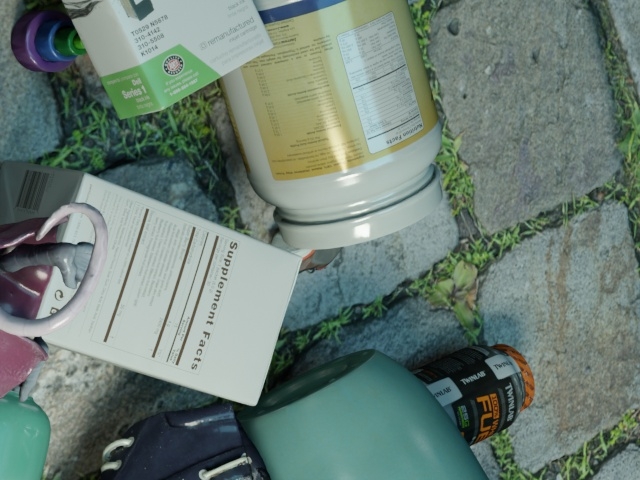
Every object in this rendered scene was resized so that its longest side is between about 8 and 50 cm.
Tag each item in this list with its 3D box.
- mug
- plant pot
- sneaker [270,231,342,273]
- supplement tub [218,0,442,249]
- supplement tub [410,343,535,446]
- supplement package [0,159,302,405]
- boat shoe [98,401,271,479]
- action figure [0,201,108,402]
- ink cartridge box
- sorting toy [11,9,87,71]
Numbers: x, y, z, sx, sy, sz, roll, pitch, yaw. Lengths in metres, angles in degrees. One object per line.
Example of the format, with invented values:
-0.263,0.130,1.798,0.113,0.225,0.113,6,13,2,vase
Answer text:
-0.352,0.195,1.844,0.158,0.129,0.097,21,79,-37,mug
0.032,0.266,2.068,0.293,0.293,0.235,-29,94,-33,plant pot
0.000,0.000,2.159,0.158,0.061,0.065,-27,138,-32,sneaker
0.006,-0.170,2.024,0.228,0.228,0.316,-28,112,-33,supplement tub
0.170,0.201,2.263,0.190,0.117,0.117,-21,107,-35,supplement tub
-0.200,0.046,1.916,0.293,0.177,0.175,22,82,-38,supplement package
-0.216,0.284,1.941,0.341,0.127,0.158,-15,76,-7,boat shoe
-0.411,0.035,1.632,0.370,0.276,0.248,22,76,-17,action figure
-0.171,-0.257,1.833,0.160,0.093,0.219,-34,106,-31,ink cartridge box
-0.381,-0.218,1.782,0.366,0.126,0.127,6,91,-38,sorting toy
